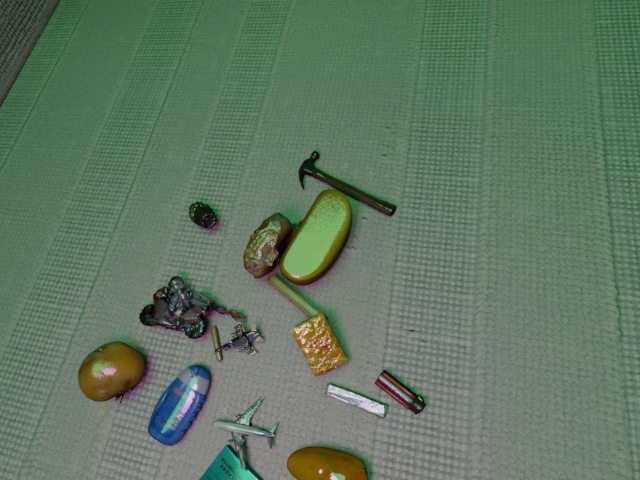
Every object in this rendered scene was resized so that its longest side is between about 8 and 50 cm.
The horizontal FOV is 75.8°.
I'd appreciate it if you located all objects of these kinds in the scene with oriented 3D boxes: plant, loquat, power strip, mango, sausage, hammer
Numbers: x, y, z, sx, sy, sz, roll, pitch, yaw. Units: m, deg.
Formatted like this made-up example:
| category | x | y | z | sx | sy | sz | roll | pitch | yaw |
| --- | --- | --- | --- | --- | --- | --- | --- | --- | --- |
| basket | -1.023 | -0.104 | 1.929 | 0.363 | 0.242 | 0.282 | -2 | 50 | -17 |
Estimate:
| category | x | y | z | sx | sy | sz | roll | pitch | yaw |
| --- | --- | --- | --- | --- | --- | --- | --- | --- | --- |
| plant | -0.479 | -0.104 | 1.681 | 0.094 | 0.092 | 0.143 | -18 | 35 | -36 |
| loquat | -0.730 | 0.462 | 1.453 | 0.213 | 0.213 | 0.213 | -4 | 67 | 10 |
| power strip | -0.080 | 0.218 | 1.487 | 0.305 | 0.064 | 0.044 | 37 | 82 | 22 |
| mango | 0.016 | 0.701 | 1.237 | 0.253 | 0.113 | 0.138 | 6 | 68 | 16 |
| sausage | -0.379 | 0.377 | 1.502 | 0.024 | 0.024 | 0.132 | -20 | 64 | 2 |
| hammer | 0.102 | -0.213 | 1.646 | 0.440 | 0.044 | 0.168 | 28 | 75 | 21 |

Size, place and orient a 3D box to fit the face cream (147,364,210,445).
| category | x | y | z | sx | sy | sz | roll | pitch | yaw |
| --- | --- | --- | --- | --- | --- | --- | --- | --- | --- |
| face cream | -0.478 | 0.553 | 1.415 | 0.149 | 0.083 | 0.264 | 26 | 74 | 19 |

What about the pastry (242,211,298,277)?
| category | x | y | z | sx | sy | sz | roll | pitch | yaw |
| --- | --- | --- | --- | --- | --- | --- | --- | --- | --- |
| pastry | -0.181 | 0.023 | 1.504 | 0.121 | 0.236 | 0.257 | 28 | 86 | 8 |

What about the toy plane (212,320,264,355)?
| category | x | y | z | sx | sy | sz | roll | pitch | yaw |
| --- | --- | --- | --- | --- | --- | --- | --- | --- | --- |
| toy plane | -0.297 | 0.363 | 1.460 | 0.188 | 0.062 | 0.135 | -24 | 97 | -8 |

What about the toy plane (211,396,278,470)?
| category | x | y | z | sx | sy | sz | roll | pitch | yaw |
| --- | --- | --- | --- | --- | --- | --- | --- | --- | --- |
| toy plane | -0.249 | 0.621 | 1.350 | 0.226 | 0.058 | 0.226 | 1 | 55 | 18 |

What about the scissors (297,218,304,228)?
| category | x | y | z | sx | sy | sz | roll | pitch | yaw |
| --- | --- | --- | --- | --- | --- | --- | --- | --- | --- |
| scissors | 0.005 | -0.089 | 1.621 | 0.204 | 0.027 | 0.101 | -42 | 69 | -5 |

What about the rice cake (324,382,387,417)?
| category | x | y | z | sx | sy | sz | roll | pitch | yaw |
| --- | --- | --- | --- | --- | --- | --- | --- | --- | --- |
| rice cake | 0.115 | 0.517 | 1.339 | 0.211 | 0.034 | 0.043 | 16 | 80 | 17 |

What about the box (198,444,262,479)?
| category | x | y | z | sx | sy | sz | roll | pitch | yaw |
| --- | --- | --- | --- | --- | --- | --- | --- | --- | --- |
| box | -0.315 | 0.798 | 1.301 | 0.161 | 0.042 | 0.226 | 34 | 77 | 23 |

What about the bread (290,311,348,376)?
| category | x | y | z | sx | sy | sz | roll | pitch | yaw |
| --- | --- | --- | --- | --- | --- | --- | --- | --- | --- |
| bread | -0.006 | 0.348 | 1.380 | 0.125 | 0.068 | 0.188 | -28 | 90 | 0 |

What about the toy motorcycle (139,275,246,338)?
| category | x | y | z | sx | sy | sz | roll | pitch | yaw |
| --- | --- | --- | --- | --- | --- | --- | --- | --- | --- |
| toy motorcycle | -0.475 | 0.252 | 1.515 | 0.401 | 0.134 | 0.207 | 10 | 76 | 19 |

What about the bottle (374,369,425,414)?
| category | x | y | z | sx | sy | sz | roll | pitch | yaw |
| --- | --- | --- | --- | --- | --- | --- | --- | --- | --- |
| bottle | 0.257 | 0.484 | 1.313 | 0.164 | 0.060 | 0.060 | 34 | 78 | 21 |

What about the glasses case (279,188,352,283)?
| category | x | y | z | sx | sy | sz | roll | pitch | yaw |
| --- | --- | --- | --- | --- | --- | --- | --- | --- | --- |
| glasses case | 0.000 | 0.000 | 1.515 | 0.173 | 0.141 | 0.371 | 28 | 77 | 9 |
